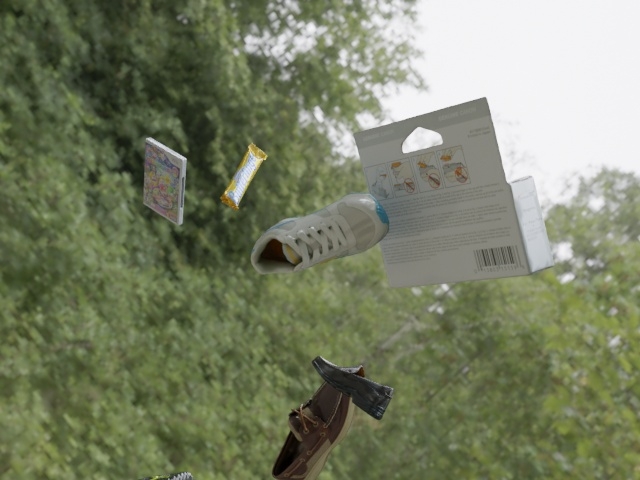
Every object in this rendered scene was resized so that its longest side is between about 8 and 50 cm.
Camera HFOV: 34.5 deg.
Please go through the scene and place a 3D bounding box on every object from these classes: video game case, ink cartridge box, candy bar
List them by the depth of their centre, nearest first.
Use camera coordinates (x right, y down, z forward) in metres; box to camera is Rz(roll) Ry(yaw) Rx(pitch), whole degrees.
[{"bbox_3d":[0.177,-0.061,1.436,0.275,0.060,0.239,-9,-84,51],"label":"ink cartridge box"},{"bbox_3d":[-0.251,-0.094,1.649,0.087,0.011,0.122,31,-51,30],"label":"video game case"},{"bbox_3d":[-0.138,-0.113,1.844,0.040,0.161,0.018,39,-45,-16],"label":"candy bar"}]

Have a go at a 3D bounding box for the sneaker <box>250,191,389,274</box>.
[{"bbox_3d":[0.000,0.000,1.461,0.228,0.092,0.087,-20,-76,41],"label":"sneaker"}]

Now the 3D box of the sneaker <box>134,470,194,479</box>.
[{"bbox_3d":[-0.370,0.573,2.022,0.145,0.384,0.147,-16,-84,29],"label":"sneaker"}]

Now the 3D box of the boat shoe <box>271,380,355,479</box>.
[{"bbox_3d":[-0.024,0.467,2.566,0.342,0.123,0.123,-62,-143,23],"label":"boat shoe"}]

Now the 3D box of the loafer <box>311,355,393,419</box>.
[{"bbox_3d":[0.058,0.248,1.822,0.170,0.061,0.062,34,-4,28],"label":"loafer"}]
